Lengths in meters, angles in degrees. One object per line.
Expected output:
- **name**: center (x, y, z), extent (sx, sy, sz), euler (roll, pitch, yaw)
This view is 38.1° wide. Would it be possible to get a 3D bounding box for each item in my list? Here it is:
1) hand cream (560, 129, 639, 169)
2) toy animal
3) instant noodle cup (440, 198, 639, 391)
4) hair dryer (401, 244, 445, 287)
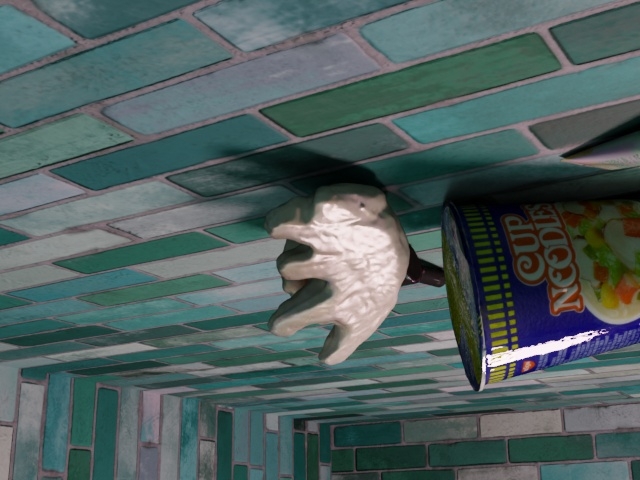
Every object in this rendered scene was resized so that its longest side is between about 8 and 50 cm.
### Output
- **hand cream**: center (0.375, -0.107, 1.113), extent (0.076, 0.047, 0.174), euler (8, 169, -26)
- **toy animal**: center (0.000, 0.000, 1.304), extent (0.266, 0.188, 0.308), euler (-35, 135, 26)
- **instant noodle cup**: center (0.346, 0.056, 1.302), extent (0.312, 0.284, 0.284), euler (-9, 162, 1)
- **hair dryer**: center (0.150, 0.055, 1.598), extent (0.114, 0.070, 0.248), euler (-13, 167, 31)
